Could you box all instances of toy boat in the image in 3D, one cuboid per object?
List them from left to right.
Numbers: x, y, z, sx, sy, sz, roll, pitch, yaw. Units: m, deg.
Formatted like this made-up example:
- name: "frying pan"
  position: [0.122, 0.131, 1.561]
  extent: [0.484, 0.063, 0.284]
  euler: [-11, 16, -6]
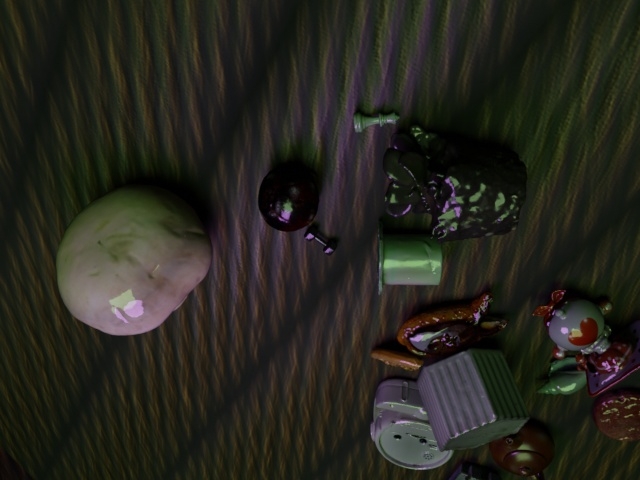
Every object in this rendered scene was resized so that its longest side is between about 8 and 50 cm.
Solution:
- name: "toy boat"
  position: [0.453, 0.821, 1.766]
  extent: [0.141, 0.092, 0.320]
  euler: [20, 126, 0]

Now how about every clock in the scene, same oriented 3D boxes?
- name: "clock"
  position: [0.275, 0.550, 1.610]
  extent: [0.265, 0.109, 0.324]
  euler: [9, 125, 5]

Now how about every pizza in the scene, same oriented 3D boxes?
- name: "pizza"
  position: [0.213, 0.317, 1.474]
  extent: [0.178, 0.041, 0.131]
  euler: [5, 165, 39]

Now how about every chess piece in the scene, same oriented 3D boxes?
- name: "chess piece"
  position: [0.116, -0.247, 1.147]
  extent: [0.093, 0.042, 0.042]
  euler: [-4, 123, 9]

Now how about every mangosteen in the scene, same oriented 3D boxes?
- name: "mangosteen"
  position: [-0.062, -0.093, 1.236]
  extent: [0.152, 0.152, 0.153]
  euler: [6, 125, 8]

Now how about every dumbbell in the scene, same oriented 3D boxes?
- name: "dumbbell"
  position: [0.000, 0.000, 1.339]
  extent: [0.083, 0.036, 0.040]
  euler: [36, 123, -13]

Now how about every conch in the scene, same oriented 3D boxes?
- name: "conch"
  position: [0.630, 0.349, 1.435]
  extent: [0.180, 0.088, 0.065]
  euler: [-34, 155, 22]

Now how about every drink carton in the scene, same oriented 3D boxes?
- name: "drink carton"
  position: [0.200, 0.044, 1.269]
  extent: [0.142, 0.144, 0.146]
  euler: [2, 125, 4]

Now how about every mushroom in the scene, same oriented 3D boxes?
- name: "mushroom"
  position: [-0.409, 0.055, 1.301]
  extent: [0.325, 0.353, 0.353]
  euler: [-16, 120, 39]

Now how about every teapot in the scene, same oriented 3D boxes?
- name: "teapot"
  position: [0.578, 0.617, 1.577]
  extent: [0.178, 0.135, 0.252]
  euler: [-22, 116, 29]

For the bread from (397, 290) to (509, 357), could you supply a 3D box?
- name: "bread"
  position: [0.324, 0.213, 1.390]
  extent: [0.268, 0.095, 0.139]
  euler: [-26, 120, 11]

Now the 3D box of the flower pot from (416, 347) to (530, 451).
- name: "flower pot"
  position: [0.372, 0.395, 1.383]
  extent: [0.239, 0.190, 0.209]
  euler: [-26, 144, 17]

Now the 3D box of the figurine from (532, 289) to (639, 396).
- name: "figurine"
  position: [0.604, 0.208, 1.298]
  extent: [0.226, 0.160, 0.183]
  euler: [36, 123, -2]

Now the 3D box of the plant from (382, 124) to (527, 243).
- name: "plant"
  position: [0.258, -0.107, 1.118]
  extent: [0.275, 0.188, 0.199]
  euler: [8, 124, 6]

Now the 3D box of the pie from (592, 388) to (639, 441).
- name: "pie"
  position: [0.816, 0.463, 1.473]
  extent: [0.182, 0.050, 0.183]
  euler: [6, 123, 9]
